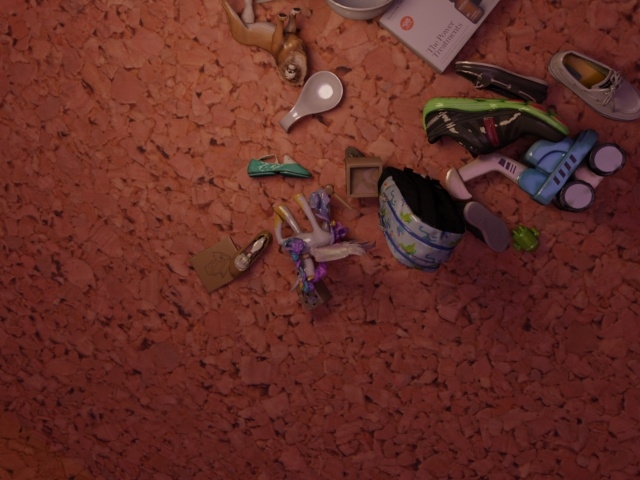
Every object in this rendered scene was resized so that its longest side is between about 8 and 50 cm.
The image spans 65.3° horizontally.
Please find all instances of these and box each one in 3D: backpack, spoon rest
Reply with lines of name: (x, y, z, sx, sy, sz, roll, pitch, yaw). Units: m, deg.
backpack: (0.333, -0.065, 1.648, 0.290, 0.355, 0.274, 20, 105, -20)
spoon rest: (-0.040, -0.498, 1.821, 0.276, 0.084, 0.137, -39, 95, 14)

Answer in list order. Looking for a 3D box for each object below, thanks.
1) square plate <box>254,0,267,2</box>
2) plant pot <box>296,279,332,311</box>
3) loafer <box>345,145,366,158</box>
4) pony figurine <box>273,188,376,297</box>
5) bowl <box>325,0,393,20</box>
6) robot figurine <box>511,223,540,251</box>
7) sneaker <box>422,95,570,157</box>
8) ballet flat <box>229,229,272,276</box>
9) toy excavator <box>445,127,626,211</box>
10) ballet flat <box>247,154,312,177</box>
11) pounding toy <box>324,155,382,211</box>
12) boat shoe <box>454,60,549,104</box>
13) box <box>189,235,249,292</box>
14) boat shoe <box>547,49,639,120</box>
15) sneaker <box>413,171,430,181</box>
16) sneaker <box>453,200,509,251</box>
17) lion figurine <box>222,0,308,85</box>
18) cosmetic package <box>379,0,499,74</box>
square plate: (-0.113, -0.987, 1.645, 0.347, 0.049, 0.344, 15, 105, 41)
plant pot: (-0.031, 0.217, 1.967, 0.109, 0.096, 0.109, -31, 96, 12)
loafer: (0.150, -0.293, 1.858, 0.148, 0.050, 0.056, 44, 109, -7)
pony figurine: (0.000, 0.000, 1.850, 0.350, 0.303, 0.364, -19, 85, 18)
bowl: (0.132, -0.843, 1.674, 0.297, 0.134, 0.298, 0, 71, 1)
robot figurine: (0.756, -0.005, 1.841, 0.101, 0.067, 0.115, -43, 94, 14)
sneaker: (0.586, -0.379, 1.701, 0.482, 0.185, 0.202, 13, 112, 29)
ballet flat: (-0.281, 0.051, 1.956, 0.080, 0.073, 0.232, 40, 95, -6)
toy excavator: (0.726, -0.245, 1.747, 0.445, 0.222, 0.433, 37, 105, 12)
ballet flat: (-0.155, -0.282, 1.885, 0.247, 0.083, 0.087, 2, 88, 4)
pounding toy: (0.116, -0.205, 1.813, 0.205, 0.094, 0.181, -2, 117, 1)
boat shoe: (0.616, -0.535, 1.722, 0.335, 0.112, 0.096, 15, 99, 0)
box: (-0.410, 0.097, 2.024, 0.201, 0.021, 0.165, -28, 98, 12)
boat shoe: (0.944, -0.521, 1.662, 0.367, 0.156, 0.136, 36, 104, -1)
sneaker: (0.334, -0.155, 1.864, 0.081, 0.080, 0.211, 26, 104, 22)
sneaker: (0.574, -0.061, 1.842, 0.295, 0.147, 0.105, 35, 84, -32)
lion figurine: (-0.200, -0.725, 1.768, 0.392, 0.142, 0.240, 33, 143, 14)
cosmetic package: (0.426, -0.809, 1.695, 0.284, 0.097, 0.377, 38, 104, 1)
